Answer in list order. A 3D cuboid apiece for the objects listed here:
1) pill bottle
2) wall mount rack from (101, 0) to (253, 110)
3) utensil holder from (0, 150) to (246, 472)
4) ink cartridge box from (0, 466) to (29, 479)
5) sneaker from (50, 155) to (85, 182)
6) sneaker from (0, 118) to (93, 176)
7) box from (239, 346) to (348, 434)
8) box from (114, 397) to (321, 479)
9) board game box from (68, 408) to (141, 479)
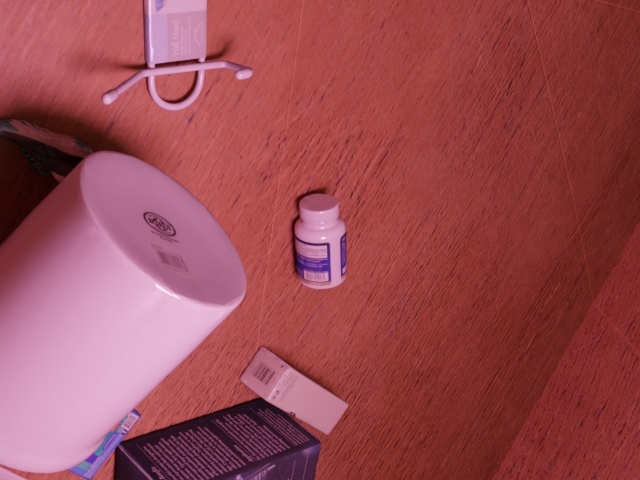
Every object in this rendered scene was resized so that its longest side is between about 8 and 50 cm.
[{"bbox_3d":[0.000,0.000,1.828,0.112,0.112,0.186,-25,128,-34],"label":"pill bottle"},{"bbox_3d":[-0.246,-0.359,1.367,0.304,0.130,0.349,-18,123,-38],"label":"wall mount rack"},{"bbox_3d":[-0.349,0.101,1.272,0.385,0.327,0.328,-44,143,19],"label":"utensil holder"},{"bbox_3d":[-0.543,0.387,1.297,0.261,0.066,0.296,-27,135,15],"label":"ink cartridge box"},{"bbox_3d":[-0.363,-0.050,1.407,0.144,0.090,0.270,-64,160,6],"label":"sneaker"},{"bbox_3d":[-0.441,-0.138,1.345,0.167,0.065,0.076,20,100,-47],"label":"sneaker"},{"bbox_3d":[-0.058,0.350,1.965,0.094,0.113,0.275,-55,137,-7],"label":"box"},{"bbox_3d":[-0.227,0.554,1.829,0.396,0.212,0.293,-10,119,-41],"label":"box"},{"bbox_3d":[-0.460,0.345,1.601,0.160,0.047,0.210,-52,139,-10],"label":"board game box"}]
